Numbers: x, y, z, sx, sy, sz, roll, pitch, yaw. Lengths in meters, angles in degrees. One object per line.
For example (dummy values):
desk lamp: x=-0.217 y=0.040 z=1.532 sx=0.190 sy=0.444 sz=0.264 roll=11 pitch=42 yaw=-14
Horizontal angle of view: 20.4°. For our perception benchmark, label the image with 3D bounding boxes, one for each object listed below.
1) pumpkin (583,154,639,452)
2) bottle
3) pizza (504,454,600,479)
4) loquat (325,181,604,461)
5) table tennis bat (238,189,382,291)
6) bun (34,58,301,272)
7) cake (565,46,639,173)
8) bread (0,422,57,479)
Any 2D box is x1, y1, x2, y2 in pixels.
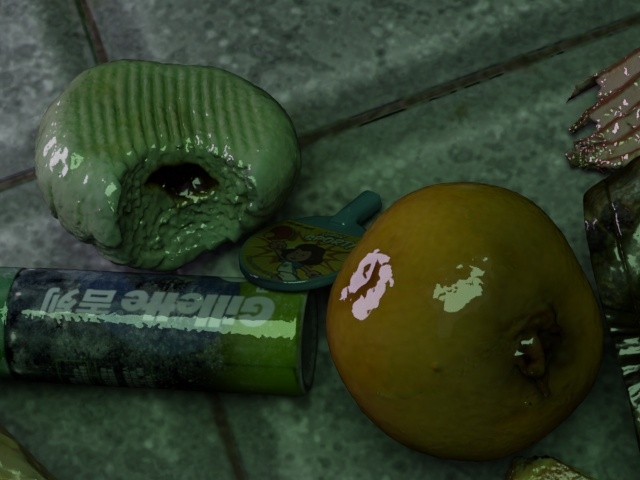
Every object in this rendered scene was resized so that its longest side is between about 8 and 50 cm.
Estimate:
pumpkin: x=0.267 y=0.025 z=1.319 sx=0.131 sy=0.126 sz=0.248 roll=-13 pitch=49 yaw=2
bottle: x=-0.171 y=0.070 z=1.409 sx=0.330 sy=0.093 sz=0.093 roll=2 pitch=68 yaw=8
pizza: x=0.183 y=0.232 z=1.327 sx=0.099 sy=0.036 sz=0.160 roll=-9 pitch=68 yaw=4
loquat: x=0.107 y=0.060 z=1.315 sx=0.208 sy=0.208 sz=0.208 roll=-3 pitch=68 yaw=6
table tennis bat: x=0.000 y=0.000 z=1.411 sx=0.100 sy=0.019 sz=0.155 roll=15 pitch=34 yaw=33
bun: x=-0.125 y=-0.051 z=1.434 sx=0.212 sy=0.126 sz=0.204 roll=13 pitch=44 yaw=6
cake: x=0.330 y=-0.132 z=1.439 sx=0.287 sy=0.135 sz=0.098 roll=-26 pitch=71 yaw=18
bread: x=-0.306 y=0.301 z=1.225 sx=0.371 sy=0.279 sz=0.390 roll=-43 pitch=73 yaw=-12
